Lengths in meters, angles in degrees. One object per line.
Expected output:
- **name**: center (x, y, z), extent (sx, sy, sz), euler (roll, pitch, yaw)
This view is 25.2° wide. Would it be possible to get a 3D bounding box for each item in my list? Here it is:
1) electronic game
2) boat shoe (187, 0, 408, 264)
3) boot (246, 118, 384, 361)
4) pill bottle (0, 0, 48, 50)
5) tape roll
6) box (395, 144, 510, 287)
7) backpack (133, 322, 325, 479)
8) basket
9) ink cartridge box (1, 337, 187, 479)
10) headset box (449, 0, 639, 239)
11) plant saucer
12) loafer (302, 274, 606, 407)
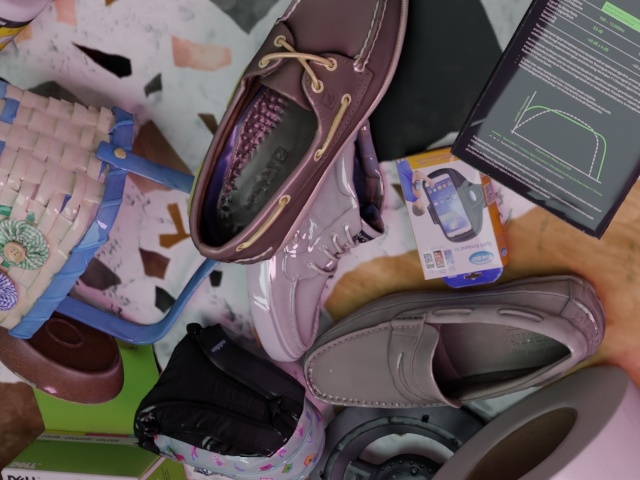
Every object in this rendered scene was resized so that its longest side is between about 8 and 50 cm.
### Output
- **electronic game**: center (0.096, 0.265, 1.483), extent (0.229, 0.048, 0.229), euler (4, 102, 20)
- **boat shoe**: center (-0.022, -0.125, 1.275), extent (0.117, 0.097, 0.324), euler (31, 101, 13)
- **boot**: center (0.000, 0.000, 1.377), extent (0.123, 0.095, 0.258), euler (3, 110, 23)
- **pill bottle**: center (-0.376, -0.219, 1.430), extent (0.208, 0.119, 0.119), euler (-35, 97, 33)
- **tape roll**: center (0.229, 0.255, 1.314), extent (0.246, 0.246, 0.169), euler (-33, 97, 33)
- **box**: center (0.126, -0.021, 1.342), extent (0.081, 0.028, 0.136), euler (-11, 97, 28)
- **backpack**: center (-0.083, 0.180, 1.476), extent (0.182, 0.152, 0.115), euler (15, 158, 30)
- **basket**: center (-0.245, -0.009, 1.435), extent (0.289, 0.201, 0.255), euler (19, 134, -22)
- **ink cartridge box**: center (-0.263, 0.242, 1.615), extent (0.189, 0.097, 0.255), euler (-1, 114, 25)
- **headset box**: center (0.242, -0.180, 1.080), extent (0.131, 0.246, 0.283), euler (31, 115, 7)
- **plant saucer**: center (-0.276, 0.106, 1.510), extent (0.168, 0.168, 0.029), euler (37, 112, 4)
- **loafer**: center (0.114, 0.107, 1.371), extent (0.319, 0.111, 0.112), euler (-18, 105, 30)
